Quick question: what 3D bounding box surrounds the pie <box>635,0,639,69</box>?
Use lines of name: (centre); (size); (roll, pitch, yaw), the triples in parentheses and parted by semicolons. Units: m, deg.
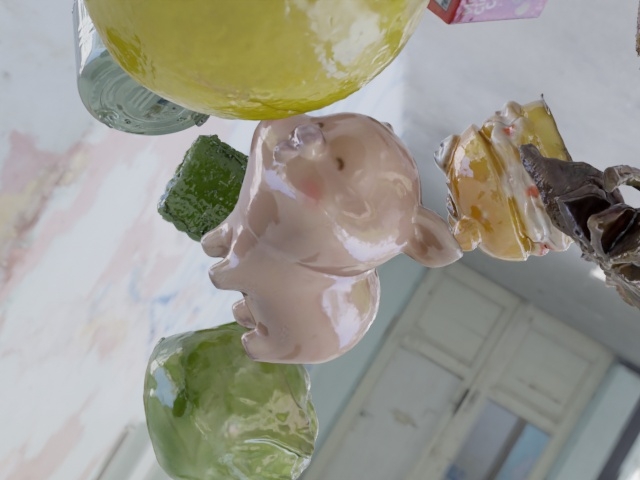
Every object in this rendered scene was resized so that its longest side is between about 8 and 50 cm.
pie: (0.617, -0.411, 1.952); (0.085, 0.308, 0.308); (2, -177, -16)

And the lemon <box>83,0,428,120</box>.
lemon: (-0.054, -0.269, 1.049); (0.348, 0.348, 0.348); (31, 174, 4)

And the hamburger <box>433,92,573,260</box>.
hamburger: (0.316, -0.089, 1.934); (0.276, 0.237, 0.276); (-21, -90, -81)

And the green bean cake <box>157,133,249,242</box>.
green bean cake: (-0.193, -0.081, 2.240); (0.214, 0.200, 0.113); (30, 175, 6)

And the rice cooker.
rice cooker: (-0.241, -0.287, 1.645); (0.226, 0.226, 0.244); (39, -148, -52)

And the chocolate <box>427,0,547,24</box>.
chocolate: (0.304, -0.476, 1.928); (0.108, 0.235, 0.237); (63, 147, 30)

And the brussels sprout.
brussels sprout: (-0.155, 0.277, 1.905); (0.247, 0.328, 0.328); (-11, 144, 41)

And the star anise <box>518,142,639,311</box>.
star anise: (0.361, -0.004, 1.345); (0.349, 0.109, 0.292); (44, 173, -32)

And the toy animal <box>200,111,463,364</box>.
toy animal: (0.000, 0.000, 1.326); (0.326, 0.269, 0.237); (75, 170, -46)
